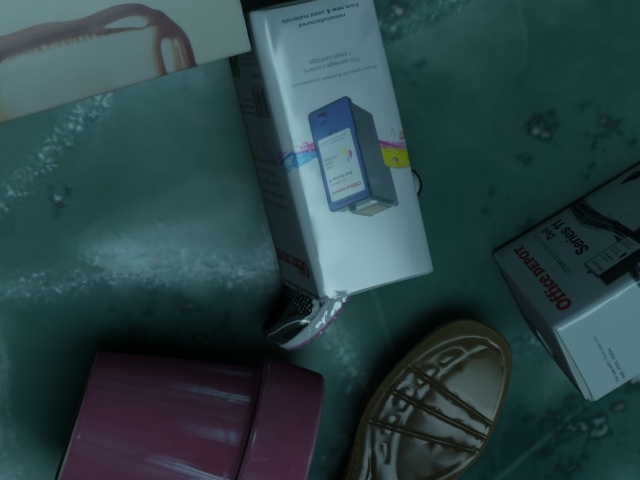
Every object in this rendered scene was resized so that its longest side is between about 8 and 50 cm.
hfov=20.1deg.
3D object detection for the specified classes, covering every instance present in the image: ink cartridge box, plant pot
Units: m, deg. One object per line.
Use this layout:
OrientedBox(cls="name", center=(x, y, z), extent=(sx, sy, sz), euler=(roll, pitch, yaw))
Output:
OrientedBox(cls="ink cartridge box", center=(0.266, 0.018, 1.480), extent=(0.208, 0.153, 0.087), euler=(-32, 118, -1))
OrientedBox(cls="plant pot", center=(-0.111, 0.175, 1.434), extent=(0.180, 0.201, 0.201), euler=(18, 109, -7))
OrientedBox(cls="ink cartridge box", center=(0.001, -0.072, 1.326), extent=(0.093, 0.154, 0.212), euler=(-13, 97, -11))

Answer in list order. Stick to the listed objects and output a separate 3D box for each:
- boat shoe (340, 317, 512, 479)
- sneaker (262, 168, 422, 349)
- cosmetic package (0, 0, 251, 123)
OrientedBox(cls="boat shoe", center=(0.070, 0.186, 1.551), extent=(0.104, 0.089, 0.285), euler=(32, 101, 0))
OrientedBox(cls="sneaker", center=(0.000, 0.000, 1.453), extent=(0.077, 0.072, 0.178), euler=(33, 94, -14))
OrientedBox(cls="cosmetic package", center=(-0.215, -0.170, 1.255), extent=(0.296, 0.153, 0.129), euler=(-17, 119, -6))
